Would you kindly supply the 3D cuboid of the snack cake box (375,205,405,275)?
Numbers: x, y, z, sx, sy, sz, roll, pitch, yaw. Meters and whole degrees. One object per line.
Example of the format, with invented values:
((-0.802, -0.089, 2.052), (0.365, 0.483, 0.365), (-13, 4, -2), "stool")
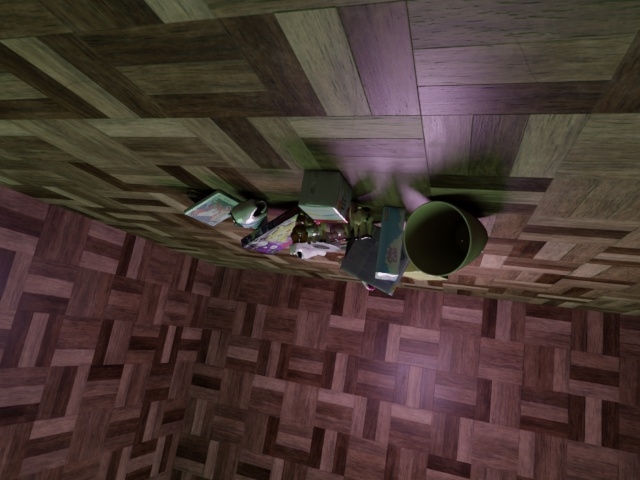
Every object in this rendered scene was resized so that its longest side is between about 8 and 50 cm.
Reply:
((0.272, 0.015, 1.641), (0.089, 0.264, 0.152), (7, 168, 7), "snack cake box")

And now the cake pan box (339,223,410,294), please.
((0.245, 0.072, 1.815), (0.267, 0.245, 0.070), (25, 174, 25), "cake pan box")

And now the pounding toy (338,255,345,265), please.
((0.204, 0.057, 2.200), (0.237, 0.183, 0.110), (3, 141, 40), "pounding toy")

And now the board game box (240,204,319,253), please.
((-0.162, -0.040, 1.867), (0.347, 0.056, 0.208), (-29, 158, 29), "board game box")

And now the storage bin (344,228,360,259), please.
((0.195, 0.041, 2.015), (0.122, 0.180, 0.084), (16, 165, -27), "storage bin")

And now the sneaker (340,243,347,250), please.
((0.177, 0.062, 2.371), (0.166, 0.076, 0.065), (-3, 162, 45), "sneaker")

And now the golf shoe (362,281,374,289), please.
((0.299, 0.116, 2.032), (0.115, 0.140, 0.306), (19, 124, -18), "golf shoe")

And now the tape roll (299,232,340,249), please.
((0.000, 0.000, 2.232), (0.219, 0.072, 0.219), (8, 169, 2), "tape roll")

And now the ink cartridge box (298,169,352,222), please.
((0.020, -0.145, 1.417), (0.127, 0.128, 0.176), (4, 167, 21), "ink cartridge box")

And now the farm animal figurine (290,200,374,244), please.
((0.052, -0.081, 1.635), (0.330, 0.172, 0.327), (-4, 178, 12), "farm animal figurine")

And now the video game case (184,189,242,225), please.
((-0.463, -0.140, 1.846), (0.201, 0.023, 0.183), (-26, 154, 20), "video game case")

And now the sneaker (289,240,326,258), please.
((-0.080, 0.051, 2.391), (0.111, 0.129, 0.297), (-5, 163, 43), "sneaker")

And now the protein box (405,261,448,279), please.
((0.550, 0.127, 2.252), (0.201, 0.135, 0.200), (18, 164, -33), "protein box")

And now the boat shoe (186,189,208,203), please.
((-0.515, -0.164, 1.870), (0.073, 0.073, 0.207), (5, 166, 35), "boat shoe")

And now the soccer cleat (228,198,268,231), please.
((-0.273, -0.112, 1.837), (0.143, 0.116, 0.331), (-32, 173, 11), "soccer cleat")

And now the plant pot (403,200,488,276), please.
((0.483, -0.008, 1.509), (0.274, 0.256, 0.257), (-1, 179, -45), "plant pot")
